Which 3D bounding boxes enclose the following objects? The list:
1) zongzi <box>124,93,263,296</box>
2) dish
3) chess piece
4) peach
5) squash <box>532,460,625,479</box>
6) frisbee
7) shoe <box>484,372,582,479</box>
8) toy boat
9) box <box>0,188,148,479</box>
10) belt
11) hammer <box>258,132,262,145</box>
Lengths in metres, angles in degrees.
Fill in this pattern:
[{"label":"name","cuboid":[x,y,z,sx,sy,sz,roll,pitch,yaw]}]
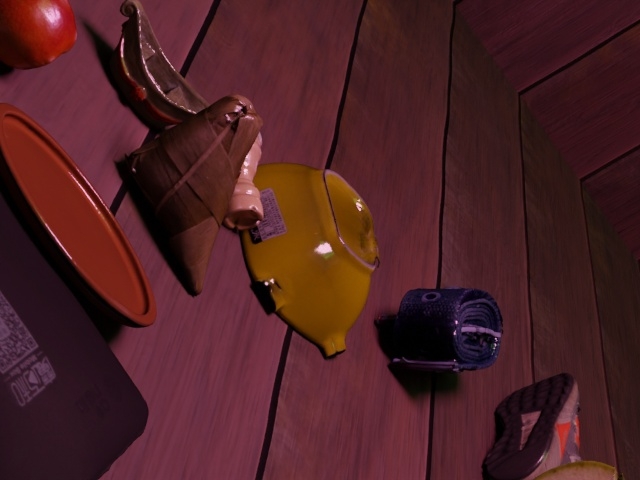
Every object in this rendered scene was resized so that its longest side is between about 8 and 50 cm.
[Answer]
[{"label":"zongzi","cuboid":[-0.111,-0.054,1.489,0.176,0.160,0.078,63,17,13]},{"label":"dish","cuboid":[0.000,0.000,1.729,0.221,0.108,0.262,41,28,-36]},{"label":"chess piece","cuboid":[-0.099,-0.075,1.671,0.066,0.066,0.122,34,36,-47]},{"label":"peach","cuboid":[-0.300,-0.225,1.393,0.101,0.100,0.101,46,25,-29]},{"label":"squash","cuboid":[0.382,0.467,1.822,0.309,0.210,0.234,38,43,-33]},{"label":"frisbee","cuboid":[-0.232,-0.022,1.291,0.251,0.021,0.251,56,7,-10]},{"label":"shoe","cuboid":[0.347,0.325,2.044,0.171,0.132,0.336,60,23,-10]},{"label":"toy boat","cuboid":[-0.192,-0.190,1.607,0.185,0.071,0.089,55,21,-12]},{"label":"box","cuboid":[-0.274,0.087,1.069,0.289,0.073,0.290,56,22,-5]},{"label":"belt","cuboid":[0.167,0.124,1.926,0.218,0.128,0.122,13,79,-63]},{"label":"hammer","cuboid":[-0.111,-0.144,1.784,0.083,0.031,0.052,13,46,-53]}]
